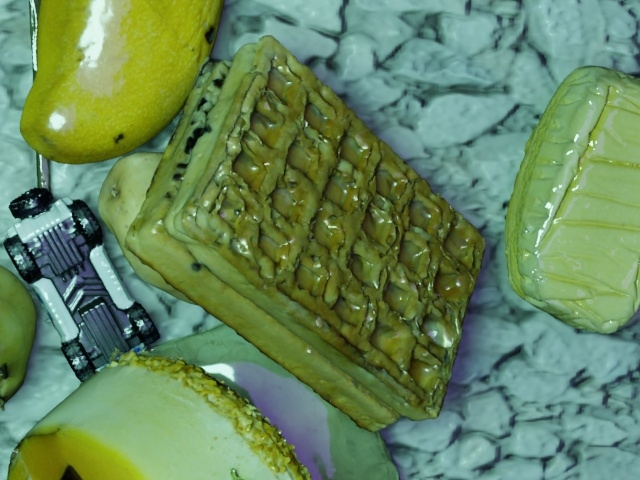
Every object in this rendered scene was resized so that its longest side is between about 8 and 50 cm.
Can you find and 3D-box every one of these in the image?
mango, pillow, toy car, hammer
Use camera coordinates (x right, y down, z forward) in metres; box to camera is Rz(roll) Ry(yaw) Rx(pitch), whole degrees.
[{"bbox_3d":[-0.169,-0.181,1.479,0.157,0.109,0.262,31,82,-30],"label":"mango"},{"bbox_3d":[-0.022,0.204,1.557,0.185,0.075,0.302,-22,96,-10],"label":"pillow"},{"bbox_3d":[-0.212,0.034,1.499,0.080,0.070,0.170,-30,102,-11],"label":"toy car"},{"bbox_3d":[-0.247,-0.181,1.503,0.058,0.029,0.292,-3,96,-13],"label":"hammer"}]

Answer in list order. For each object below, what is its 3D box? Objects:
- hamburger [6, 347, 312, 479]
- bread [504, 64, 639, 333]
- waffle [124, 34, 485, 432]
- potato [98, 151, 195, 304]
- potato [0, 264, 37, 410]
[{"bbox_3d":[-0.121,0.235,1.432,0.179,0.276,0.294,-25,64,-40],"label":"hamburger"},{"bbox_3d":[0.249,-0.039,1.596,0.140,0.106,0.236,18,89,-16],"label":"bread"},{"bbox_3d":[0.001,0.000,1.470,0.308,0.091,0.213,41,51,-29],"label":"waffle"},{"bbox_3d":[-0.110,-0.007,1.505,0.178,0.118,0.109,27,121,-28],"label":"potato"},{"bbox_3d":[-0.382,0.067,1.418,0.300,0.140,0.173,10,129,-15],"label":"potato"}]
